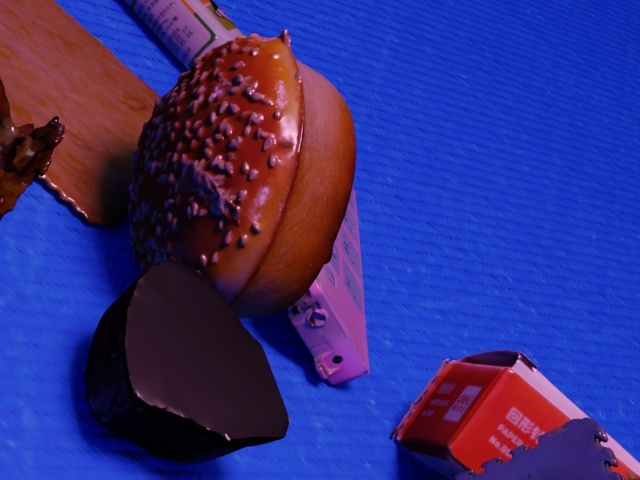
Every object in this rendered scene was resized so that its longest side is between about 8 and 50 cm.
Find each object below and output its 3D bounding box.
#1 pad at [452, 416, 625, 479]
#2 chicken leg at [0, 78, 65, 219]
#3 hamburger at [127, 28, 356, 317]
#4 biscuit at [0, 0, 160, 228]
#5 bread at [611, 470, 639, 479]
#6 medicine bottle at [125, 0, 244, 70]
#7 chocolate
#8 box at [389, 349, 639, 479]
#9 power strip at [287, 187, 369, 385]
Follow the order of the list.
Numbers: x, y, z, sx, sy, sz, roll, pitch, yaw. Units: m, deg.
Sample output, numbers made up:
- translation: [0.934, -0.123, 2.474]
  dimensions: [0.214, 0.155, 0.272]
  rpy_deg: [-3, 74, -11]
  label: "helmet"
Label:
- translation: [0.090, 0.260, 1.056]
  dimensions: [0.012, 0.269, 0.270]
  rpy_deg: [54, 16, -45]
  label: "pad"
- translation: [-0.277, -0.113, 1.192]
  dimensions: [0.211, 0.140, 0.361]
  rpy_deg: [27, 35, -14]
  label: "chicken leg"
- translation: [-0.062, -0.042, 1.299]
  dimensions: [0.147, 0.237, 0.237]
  rpy_deg: [16, 36, -16]
  label: "hamburger"
- translation: [-0.219, -0.125, 1.418]
  dimensions: [0.237, 0.013, 0.232]
  rpy_deg: [43, 28, -4]
  label: "biscuit"
- translation: [0.225, 0.316, 1.174]
  dimensions: [0.279, 0.225, 0.250]
  rpy_deg: [20, 38, -34]
  label: "bread"
- translation: [-0.158, -0.243, 1.621]
  dimensions: [0.221, 0.061, 0.092]
  rpy_deg: [48, 4, 7]
  label: "medicine bottle"
- translation: [-0.104, 0.103, 1.193]
  dimensions: [0.149, 0.080, 0.125]
  rpy_deg: [52, 40, 0]
  label: "chocolate"
- translation: [0.167, 0.175, 1.370]
  dimensions: [0.182, 0.099, 0.133]
  rpy_deg: [39, -13, -10]
  label: "box"
- translation: [0.000, 0.000, 1.468]
  dimensions: [0.279, 0.037, 0.109]
  rpy_deg: [-94, 158, -52]
  label: "power strip"
